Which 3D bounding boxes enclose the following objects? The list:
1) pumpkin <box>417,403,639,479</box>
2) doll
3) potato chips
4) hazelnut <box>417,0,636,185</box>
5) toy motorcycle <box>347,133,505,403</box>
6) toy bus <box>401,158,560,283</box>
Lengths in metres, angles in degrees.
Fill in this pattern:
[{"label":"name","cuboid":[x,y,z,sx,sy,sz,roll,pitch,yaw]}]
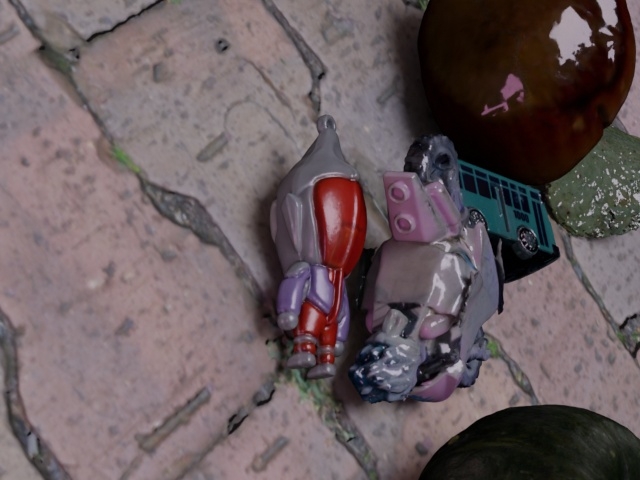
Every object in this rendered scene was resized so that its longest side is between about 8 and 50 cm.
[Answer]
[{"label":"pumpkin","cuboid":[0.196,0.275,1.393,0.300,0.207,0.300,28,50,-38]},{"label":"doll","cuboid":[0.000,0.000,1.440,0.102,0.075,0.227,31,55,-55]},{"label":"potato chips","cuboid":[0.301,-0.089,1.871,0.167,0.059,0.228,43,40,-10]},{"label":"hazelnut","cuboid":[0.200,-0.164,1.692,0.229,0.229,0.229,28,49,-37]},{"label":"toy motorcycle","cuboid":[0.082,0.051,1.462,0.204,0.108,0.239,-47,118,-47]},{"label":"toy bus","cuboid":[0.144,-0.020,1.621,0.160,0.079,0.092,17,55,-42]}]
